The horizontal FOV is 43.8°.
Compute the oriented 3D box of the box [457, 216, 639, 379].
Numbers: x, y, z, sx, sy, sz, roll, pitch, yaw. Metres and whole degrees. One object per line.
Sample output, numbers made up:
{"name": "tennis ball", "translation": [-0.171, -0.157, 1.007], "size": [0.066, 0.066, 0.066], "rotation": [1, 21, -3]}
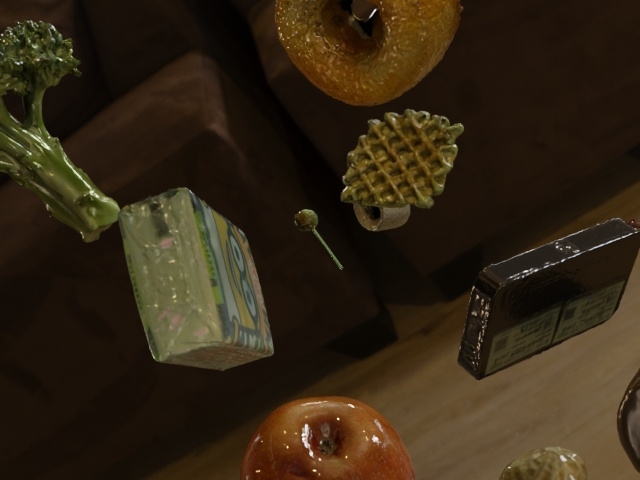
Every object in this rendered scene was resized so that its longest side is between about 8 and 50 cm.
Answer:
{"name": "box", "translation": [0.389, 0.096, 1.347], "size": [0.350, 0.211, 0.058], "rotation": [-17, 41, -29]}

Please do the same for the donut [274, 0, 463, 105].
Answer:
{"name": "donut", "translation": [0.054, -0.289, 1.028], "size": [0.253, 0.253, 0.118], "rotation": [-5, 38, 40]}

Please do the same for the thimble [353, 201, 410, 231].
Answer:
{"name": "thimble", "translation": [0.144, -0.077, 1.862], "size": [0.115, 0.090, 0.102], "rotation": [57, 140, 29]}

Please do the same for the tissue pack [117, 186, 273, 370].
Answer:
{"name": "tissue pack", "translation": [-0.175, 0.071, 1.205], "size": [0.128, 0.311, 0.228], "rotation": [-17, 77, 6]}

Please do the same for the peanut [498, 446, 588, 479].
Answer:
{"name": "peanut", "translation": [0.360, 0.490, 1.461], "size": [0.298, 0.136, 0.120], "rotation": [-52, 7, 14]}

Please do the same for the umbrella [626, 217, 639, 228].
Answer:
{"name": "umbrella", "translation": [0.811, -0.027, 1.901], "size": [0.165, 0.027, 0.025], "rotation": [11, 50, -1]}

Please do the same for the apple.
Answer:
{"name": "apple", "translation": [0.008, 0.269, 0.910], "size": [0.201, 0.162, 0.201], "rotation": [-6, 40, 5]}

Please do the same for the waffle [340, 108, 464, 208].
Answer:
{"name": "waffle", "translation": [0.145, -0.146, 1.449], "size": [0.223, 0.054, 0.204], "rotation": [6, 68, 34]}

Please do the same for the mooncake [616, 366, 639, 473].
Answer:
{"name": "mooncake", "translation": [0.913, 0.396, 1.823], "size": [0.394, 0.393, 0.246], "rotation": [28, 41, 23]}

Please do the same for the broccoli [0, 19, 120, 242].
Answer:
{"name": "broccoli", "translation": [-0.570, -0.143, 1.394], "size": [0.353, 0.397, 0.275], "rotation": [-3, 37, 21]}

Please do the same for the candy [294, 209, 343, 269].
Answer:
{"name": "candy", "translation": [0.000, 0.000, 1.990], "size": [0.061, 0.061, 0.202], "rotation": [-39, 61, 5]}
